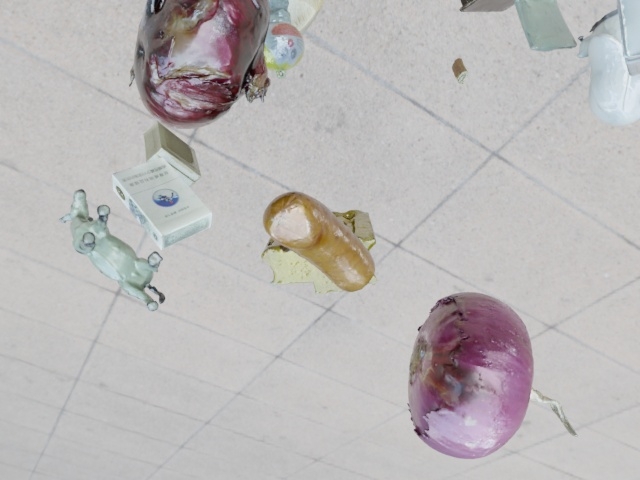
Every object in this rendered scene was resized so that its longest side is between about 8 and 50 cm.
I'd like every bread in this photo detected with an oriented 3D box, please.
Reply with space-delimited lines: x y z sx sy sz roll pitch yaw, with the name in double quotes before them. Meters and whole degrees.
"bread" 0.465 -0.567 1.571 0.036 0.083 0.047 5 141 -14

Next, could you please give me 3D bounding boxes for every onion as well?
"onion" -0.186 -0.335 0.816 0.232 0.314 0.314 21 134 -19
"onion" 0.348 0.293 1.059 0.345 0.358 0.358 -1 137 -17

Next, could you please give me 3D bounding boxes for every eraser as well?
"eraser" 0.338 -0.230 0.485 0.052 0.225 0.096 -7 98 35

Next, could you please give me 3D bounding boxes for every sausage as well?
"sausage" 0.001 -0.002 0.838 0.109 0.109 0.270 -21 144 26

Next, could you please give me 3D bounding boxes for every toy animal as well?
"toy animal" -0.318 0.016 0.718 0.217 0.073 0.176 51 156 -12
"toy animal" 0.776 -0.454 1.231 0.174 0.289 0.249 -9 143 35

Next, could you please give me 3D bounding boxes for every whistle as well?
"whistle" -0.095 -0.483 1.068 0.123 0.123 0.223 -2 96 10

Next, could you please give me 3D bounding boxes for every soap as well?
"soap" 0.004 0.015 1.157 0.259 0.281 0.143 -4 108 5

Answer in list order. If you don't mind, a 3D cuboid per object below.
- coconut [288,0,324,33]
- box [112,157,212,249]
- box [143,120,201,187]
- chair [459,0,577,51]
"coconut" -0.166 -0.770 1.458 0.346 0.346 0.360 -8 136 16
"box" -0.146 -0.036 0.434 0.083 0.054 0.024 46 140 19
"box" -0.225 -0.129 0.720 0.035 0.079 0.083 -37 135 13
"chair" 0.435 -0.556 1.068 0.160 0.319 0.186 -16 -176 -30
